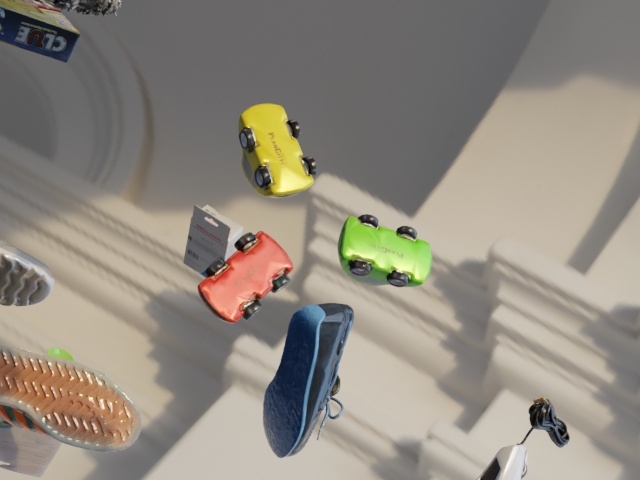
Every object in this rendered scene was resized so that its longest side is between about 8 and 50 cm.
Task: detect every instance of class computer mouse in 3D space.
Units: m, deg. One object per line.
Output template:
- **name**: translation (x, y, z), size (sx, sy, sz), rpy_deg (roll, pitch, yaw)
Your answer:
- **computer mouse**: translation (0.217, 0.270, 1.375), size (0.042, 0.193, 0.106), rpy_deg (31, -16, 33)

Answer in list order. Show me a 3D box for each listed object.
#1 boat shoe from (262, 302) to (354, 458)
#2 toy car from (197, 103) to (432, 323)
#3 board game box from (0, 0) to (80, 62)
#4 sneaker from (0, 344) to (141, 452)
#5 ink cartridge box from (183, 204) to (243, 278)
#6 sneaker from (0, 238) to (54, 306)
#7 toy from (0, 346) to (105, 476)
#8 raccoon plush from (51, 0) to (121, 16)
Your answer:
- **boat shoe**: translation (-0.006, 0.196, 1.637), size (0.109, 0.089, 0.258), rpy_deg (51, -43, 32)
- **toy car**: translation (0.000, 0.000, 1.190), size (0.224, 0.239, 0.053), rpy_deg (19, -28, -15)
- **board game box**: translation (-0.419, -0.293, 1.411), size (0.165, 0.243, 0.042), rpy_deg (48, -66, 43)
- **sneaker**: translation (-0.383, 0.209, 1.651), size (0.302, 0.108, 0.121), rpy_deg (21, -15, 1)
- **ink cartridge box**: translation (-0.107, -0.001, 1.219), size (0.048, 0.028, 0.083), rpy_deg (31, -45, 16)
- **sneaker**: translation (-0.522, 0.000, 1.797), size (0.281, 0.115, 0.105), rpy_deg (27, -54, -11)
- **toy**: translation (-0.432, 0.247, 1.800), size (0.136, 0.056, 0.237), rpy_deg (20, -57, -27)
- **raccoon plush**: translation (-0.476, -0.313, 1.648), size (0.299, 0.216, 0.446), rpy_deg (38, -77, 9)
